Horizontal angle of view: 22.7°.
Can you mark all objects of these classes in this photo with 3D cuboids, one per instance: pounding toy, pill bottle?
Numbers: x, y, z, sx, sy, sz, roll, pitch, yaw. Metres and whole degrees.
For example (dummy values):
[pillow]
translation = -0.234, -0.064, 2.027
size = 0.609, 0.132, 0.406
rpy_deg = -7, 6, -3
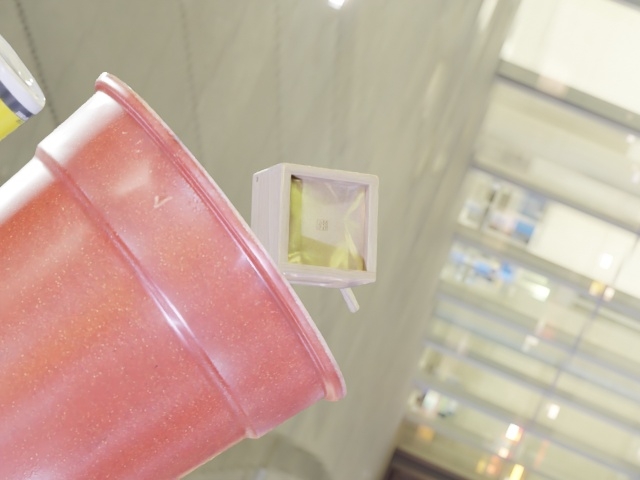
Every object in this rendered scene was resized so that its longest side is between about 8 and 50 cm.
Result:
[pounding toy]
translation = 0.000, 0.000, 1.629
size = 0.100, 0.141, 0.130
rpy_deg = -15, -109, 62
[pill bottle]
translation = -0.390, -0.120, 1.591
size = 0.208, 0.119, 0.119
rpy_deg = -36, 173, 3

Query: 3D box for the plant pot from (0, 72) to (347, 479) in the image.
[plant pot]
translation = -0.170, 0.075, 1.055
size = 0.265, 0.272, 0.272
rpy_deg = -37, 166, -10
